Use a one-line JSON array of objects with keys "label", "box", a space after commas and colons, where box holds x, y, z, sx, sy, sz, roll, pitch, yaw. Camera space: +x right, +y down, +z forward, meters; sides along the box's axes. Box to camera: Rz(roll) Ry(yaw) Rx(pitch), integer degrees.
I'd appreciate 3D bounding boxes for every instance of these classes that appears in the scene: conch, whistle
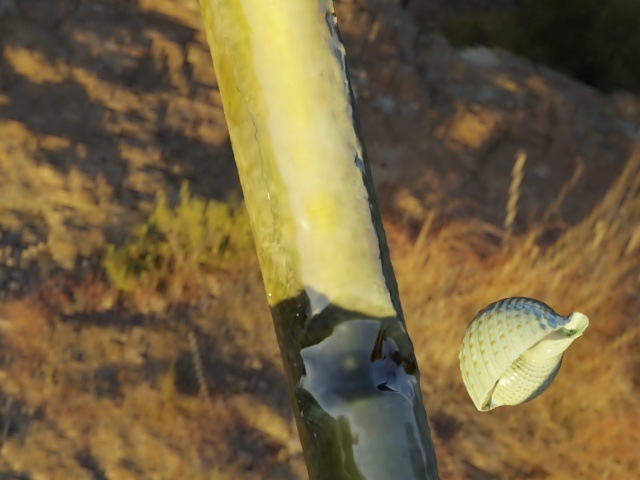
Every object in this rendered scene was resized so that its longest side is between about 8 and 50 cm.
[{"label": "conch", "box": [0.110, 0.060, 1.029, 0.056, 0.085, 0.076, 44, 38, 22]}, {"label": "whistle", "box": [-0.001, 0.000, 0.739, 0.057, 0.326, 0.068, -15, 4, -13]}]
